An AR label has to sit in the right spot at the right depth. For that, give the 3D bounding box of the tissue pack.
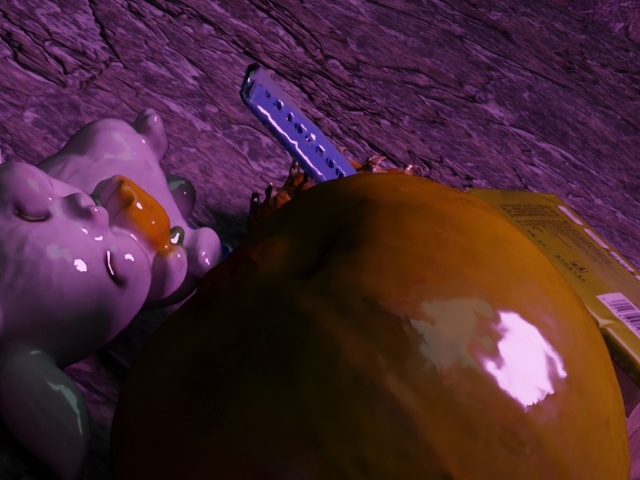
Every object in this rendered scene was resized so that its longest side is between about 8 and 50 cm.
[{"bbox_3d":[0.236,0.094,1.535,0.200,0.167,0.275,3,36,-52],"label":"tissue pack"}]

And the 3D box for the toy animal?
[{"bbox_3d":[-0.187,0.027,1.136,0.208,0.154,0.325,46,37,-27],"label":"toy animal"}]

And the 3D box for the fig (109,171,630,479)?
[{"bbox_3d":[0.049,0.141,1.000,0.343,0.343,0.343,28,23,-13],"label":"fig"}]

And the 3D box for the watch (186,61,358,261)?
[{"bbox_3d":[0.009,-0.002,1.323,0.274,0.276,0.068,34,56,-5],"label":"watch"}]

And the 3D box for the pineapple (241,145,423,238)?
[{"bbox_3d":[0.046,-0.037,1.446,0.249,0.140,0.164,22,-28,30],"label":"pineapple"}]
